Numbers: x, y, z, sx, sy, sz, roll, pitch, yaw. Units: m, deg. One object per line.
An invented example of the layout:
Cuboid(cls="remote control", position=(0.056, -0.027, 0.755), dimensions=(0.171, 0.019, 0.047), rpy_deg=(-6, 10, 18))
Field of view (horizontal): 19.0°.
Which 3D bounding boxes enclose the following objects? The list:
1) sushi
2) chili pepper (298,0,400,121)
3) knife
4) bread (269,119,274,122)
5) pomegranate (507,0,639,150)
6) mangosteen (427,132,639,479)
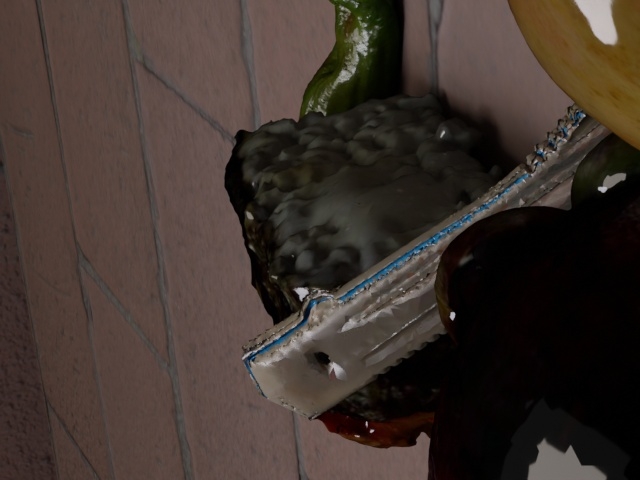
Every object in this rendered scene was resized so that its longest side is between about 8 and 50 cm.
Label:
Cuboid(cls="sushi", position=(0.053, 0.021, 1.334), dimensions=(0.343, 0.196, 0.182), rpy_deg=(-121, 7, -62))
Cuboid(cls="chili pepper", position=(0.018, -0.117, 1.488), dimensions=(0.072, 0.073, 0.204), rpy_deg=(-100, 20, -52))
Cuboid(cls="knife", position=(0.093, -0.003, 1.123), dimensions=(0.365, 0.043, 0.089), rpy_deg=(-37, 92, 28))
Cuboid(cls="bread", position=(-0.001, 0.000, 1.626), dimensions=(0.119, 0.067, 0.192), rpy_deg=(95, 153, -45))
Cuboid(cls="pomegranate", position=(0.181, -0.160, 0.725), dimensions=(0.229, 0.252, 0.270), rpy_deg=(44, -142, -59))
Cuboid(cls="mangosteen", position=(0.171, 0.088, 0.842), dimensions=(0.313, 0.297, 0.297), rpy_deg=(38, 145, 23))
